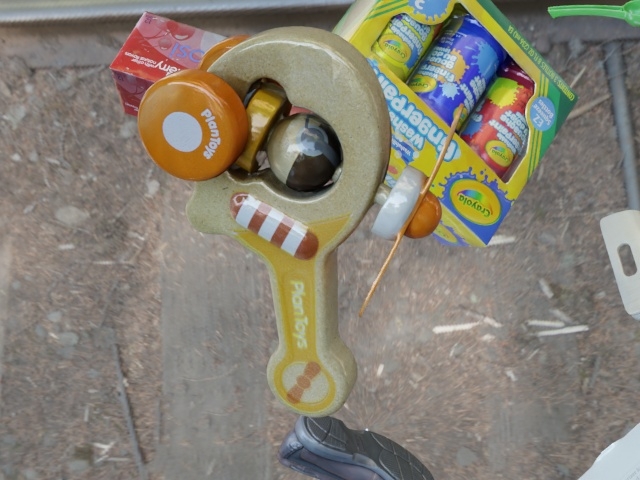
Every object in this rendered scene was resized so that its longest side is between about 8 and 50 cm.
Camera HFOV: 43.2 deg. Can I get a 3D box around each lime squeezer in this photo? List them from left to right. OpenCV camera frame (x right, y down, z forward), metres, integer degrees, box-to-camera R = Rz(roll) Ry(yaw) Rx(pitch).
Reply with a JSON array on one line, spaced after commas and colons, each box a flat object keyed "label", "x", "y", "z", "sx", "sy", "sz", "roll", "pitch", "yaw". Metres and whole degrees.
[{"label": "lime squeezer", "x": 0.522, "y": -0.402, "z": 1.254, "sx": 0.310, "sy": 0.059, "sz": 0.110, "roll": -27, "pitch": 106, "yaw": 32}]

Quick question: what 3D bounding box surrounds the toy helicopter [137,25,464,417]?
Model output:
[{"label": "toy helicopter", "x": 0.000, "y": 0.000, "z": 0.684, "sx": 0.234, "sy": 0.140, "sz": 0.355, "roll": 4, "pitch": 117, "yaw": 16}]

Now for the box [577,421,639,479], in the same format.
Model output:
[{"label": "box", "x": 0.364, "y": 0.278, "z": 0.799, "sx": 0.181, "sy": 0.119, "sz": 0.181, "roll": 30, "pitch": 110, "yaw": -27}]

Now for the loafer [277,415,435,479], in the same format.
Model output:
[{"label": "loafer", "x": 0.063, "y": 0.385, "z": 1.380, "sx": 0.302, "sy": 0.109, "sz": 0.095, "roll": 30, "pitch": 115, "yaw": -24}]

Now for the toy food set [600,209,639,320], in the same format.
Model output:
[{"label": "toy food set", "x": 0.624, "y": 0.099, "z": 1.415, "sx": 0.306, "sy": 0.092, "sz": 0.220, "roll": 29, "pitch": 40, "yaw": -25}]

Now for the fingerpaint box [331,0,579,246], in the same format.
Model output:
[{"label": "fingerpaint box", "x": 0.217, "y": -0.264, "z": 1.511, "sx": 0.444, "sy": 0.163, "sz": 0.371, "roll": 40, "pitch": 75, "yaw": -20}]

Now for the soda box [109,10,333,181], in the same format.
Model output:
[{"label": "soda box", "x": -0.092, "y": -0.159, "z": 0.896, "sx": 0.263, "sy": 0.083, "sz": 0.092, "roll": 19, "pitch": 64, "yaw": 8}]
